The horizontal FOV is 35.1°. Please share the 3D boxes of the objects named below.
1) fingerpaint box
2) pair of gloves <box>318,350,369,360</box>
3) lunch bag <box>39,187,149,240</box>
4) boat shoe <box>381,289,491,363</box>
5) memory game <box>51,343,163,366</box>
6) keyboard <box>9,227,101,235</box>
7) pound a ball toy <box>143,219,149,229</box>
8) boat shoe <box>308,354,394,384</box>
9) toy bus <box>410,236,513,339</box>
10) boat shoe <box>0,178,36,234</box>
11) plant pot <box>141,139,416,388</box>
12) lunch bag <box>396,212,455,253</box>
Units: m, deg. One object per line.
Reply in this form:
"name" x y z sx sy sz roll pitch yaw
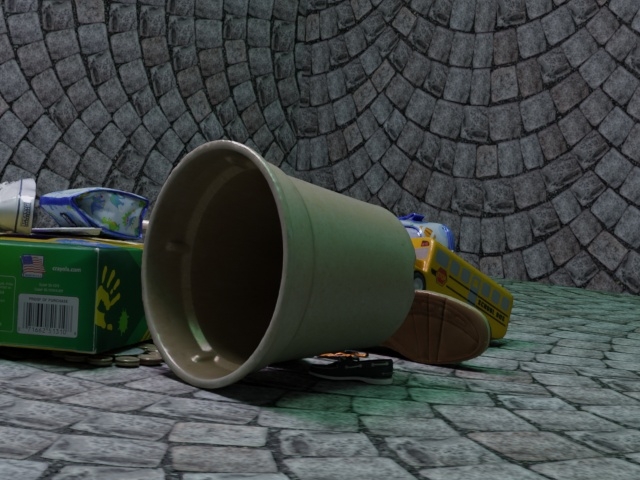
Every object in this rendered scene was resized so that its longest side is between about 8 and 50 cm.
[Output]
"fingerpaint box" -0.492 0.070 1.643 0.445 0.163 0.371 3 0 12
"pair of gloves" 0.037 0.190 1.701 0.074 0.010 0.083 5 2 18
"lunch bag" -0.399 -0.051 1.769 0.151 0.096 0.129 19 -12 -38
"boat shoe" 0.160 0.145 1.767 0.342 0.123 0.123 -2 0 40
"memory game" -0.317 0.172 1.541 0.186 0.012 0.186 4 3 0
"keyboard" -0.461 -0.017 1.733 0.072 0.014 0.256 7 -4 -36
"pound a ball toy" -0.264 0.057 1.913 0.319 0.208 0.136 6 -2 15
"boat shoe" 0.045 0.187 1.485 0.125 0.038 0.046 4 4 8
"toy bus" 0.224 0.093 1.912 0.108 0.130 0.333 -3 -28 47
"boat shoe" -0.503 -0.059 1.622 0.084 0.095 0.258 7 -1 -18
"plant pot" -0.038 0.043 1.457 0.306 0.333 0.334 6 0 -41
"lunch bag" 0.177 0.060 2.205 0.115 0.243 0.303 2 3 -31
